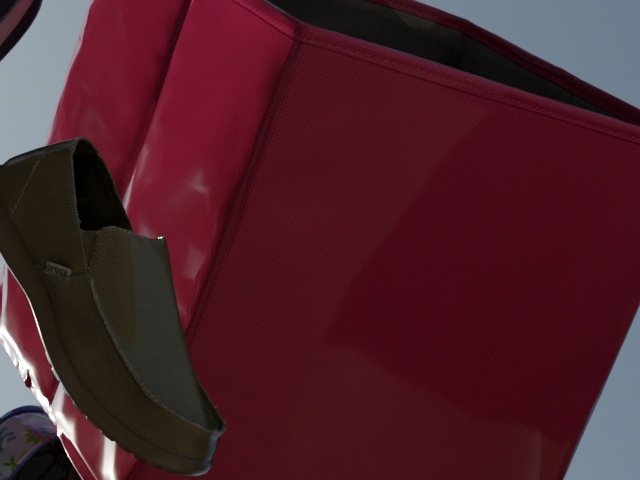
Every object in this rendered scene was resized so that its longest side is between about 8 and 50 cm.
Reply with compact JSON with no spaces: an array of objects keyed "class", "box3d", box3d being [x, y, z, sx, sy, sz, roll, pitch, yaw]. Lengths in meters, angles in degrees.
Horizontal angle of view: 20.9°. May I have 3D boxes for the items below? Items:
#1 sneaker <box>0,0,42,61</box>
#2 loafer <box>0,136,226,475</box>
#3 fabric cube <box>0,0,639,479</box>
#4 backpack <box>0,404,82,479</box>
[{"class":"sneaker","box3d":[-0.279,-0.123,0.899,0.282,0.153,0.099,-15,-111,-1]},{"class":"loafer","box3d":[-0.077,0.020,0.640,0.050,0.056,0.148,-41,-109,15]},{"class":"fabric cube","box3d":[0.000,0.000,0.942,0.254,0.259,0.258,12,-74,-31]},{"class":"backpack","box3d":[-0.180,0.158,1.038,0.114,0.084,0.105,-54,-43,-9]}]
